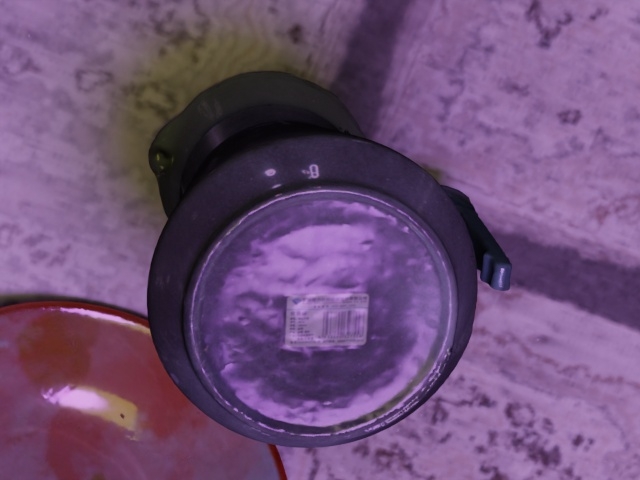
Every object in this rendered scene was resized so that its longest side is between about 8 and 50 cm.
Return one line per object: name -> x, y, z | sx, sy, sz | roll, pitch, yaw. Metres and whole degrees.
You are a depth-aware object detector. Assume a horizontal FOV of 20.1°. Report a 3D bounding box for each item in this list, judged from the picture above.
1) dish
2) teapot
dish -> -0.151, 0.169, 1.067 | 0.260, 0.260, 0.085 | 15, 145, -13
teapot -> 0.000, 0.000, 1.000 | 0.203, 0.225, 0.171 | 5, 110, -11
